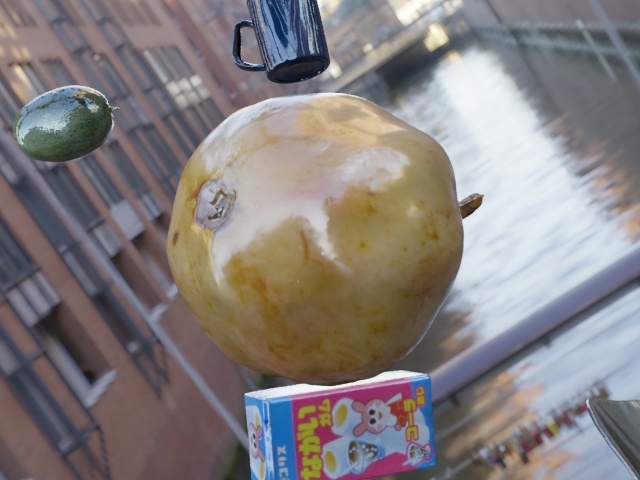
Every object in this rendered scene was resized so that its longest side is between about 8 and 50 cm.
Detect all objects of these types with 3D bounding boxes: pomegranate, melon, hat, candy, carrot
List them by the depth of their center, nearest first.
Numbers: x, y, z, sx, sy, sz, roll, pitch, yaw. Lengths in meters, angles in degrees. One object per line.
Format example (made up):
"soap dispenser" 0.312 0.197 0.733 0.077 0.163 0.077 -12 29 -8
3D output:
"hat" 0.392 0.295 1.430 0.245 0.214 0.149 44 120 53
"pomegranate" 0.000 0.000 1.663 0.411 0.411 0.411 -34 6 4
"melon" -0.396 -0.183 1.972 0.167 0.114 0.114 -20 5 -6
"candy" 0.035 0.310 2.065 0.306 0.157 0.100 -6 3 -26
"carrot" 0.187 -0.021 2.219 0.248 0.059 0.059 -33 6 23

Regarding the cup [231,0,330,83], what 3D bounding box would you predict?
"cup" -0.062 -0.331 2.058 0.150 0.138 0.113 -23 -17 35
